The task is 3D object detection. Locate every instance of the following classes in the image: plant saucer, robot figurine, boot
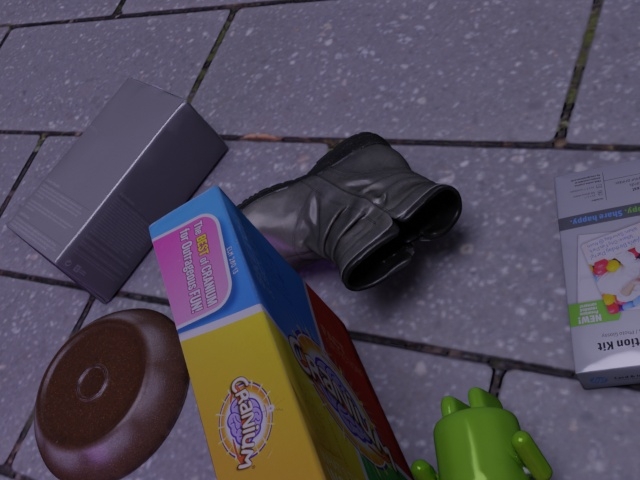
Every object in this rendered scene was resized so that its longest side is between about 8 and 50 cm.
[{"bbox_3d":[-0.229,0.153,0.846,0.198,0.036,0.198,-15,54,21],"label":"plant saucer"},{"bbox_3d":[0.121,0.171,0.607,0.101,0.067,0.115,-24,50,28],"label":"robot figurine"},{"bbox_3d":[0.000,0.000,0.759,0.246,0.083,0.161,-38,34,1],"label":"boot"}]

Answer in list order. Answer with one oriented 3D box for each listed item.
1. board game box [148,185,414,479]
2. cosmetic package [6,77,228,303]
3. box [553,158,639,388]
[{"bbox_3d":[-0.003,0.142,0.584,0.064,0.242,0.316,-31,50,7],"label":"board game box"},{"bbox_3d":[-0.237,-0.065,0.954,0.127,0.107,0.238,29,74,40],"label":"cosmetic package"},{"bbox_3d":[0.268,0.018,0.643,0.145,0.038,0.186,-11,56,24],"label":"box"}]
